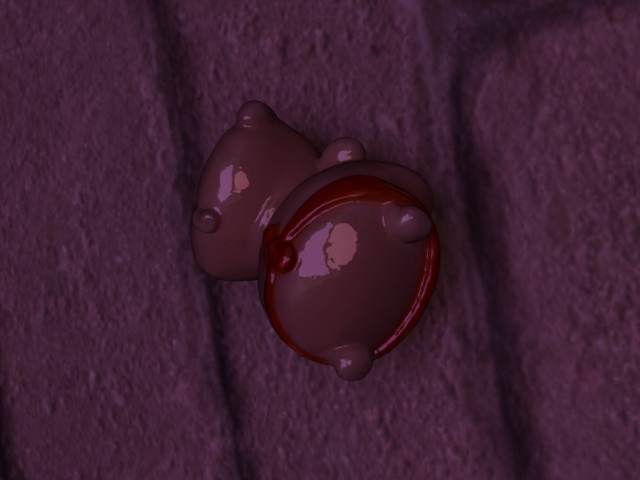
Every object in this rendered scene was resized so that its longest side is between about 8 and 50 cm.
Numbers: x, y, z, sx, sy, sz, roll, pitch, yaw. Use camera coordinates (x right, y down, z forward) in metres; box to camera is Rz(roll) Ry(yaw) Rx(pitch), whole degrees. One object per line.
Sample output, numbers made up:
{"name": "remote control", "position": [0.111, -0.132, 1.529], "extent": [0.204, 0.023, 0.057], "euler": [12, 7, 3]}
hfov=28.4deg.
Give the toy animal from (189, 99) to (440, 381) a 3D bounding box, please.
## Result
{"name": "toy animal", "position": [0.000, 0.000, 0.960], "extent": [0.198, 0.171, 0.171], "euler": [35, 106, 29]}
